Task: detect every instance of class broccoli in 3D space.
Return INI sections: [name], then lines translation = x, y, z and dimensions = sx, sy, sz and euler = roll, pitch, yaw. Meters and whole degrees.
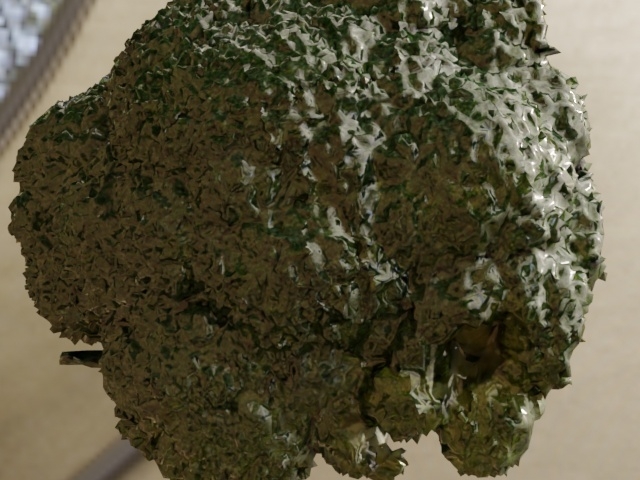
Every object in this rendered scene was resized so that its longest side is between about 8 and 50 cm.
[broccoli]
translation = 0.000, 0.000, 0.911
dimensions = 0.283, 0.303, 0.321
euler = 55, 19, -49
